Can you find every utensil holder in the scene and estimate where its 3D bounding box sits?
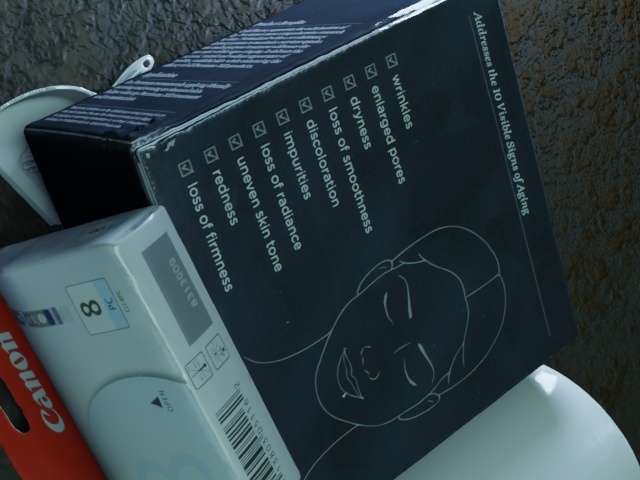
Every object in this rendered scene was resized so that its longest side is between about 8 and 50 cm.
[{"bbox_3d":[0.179,0.375,1.398,0.385,0.327,0.327,-34,109,-31],"label":"utensil holder"}]

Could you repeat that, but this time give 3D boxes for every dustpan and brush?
[{"bbox_3d":[-0.270,-0.137,1.238,0.147,0.060,0.211,50,64,-24],"label":"dustpan and brush"}]

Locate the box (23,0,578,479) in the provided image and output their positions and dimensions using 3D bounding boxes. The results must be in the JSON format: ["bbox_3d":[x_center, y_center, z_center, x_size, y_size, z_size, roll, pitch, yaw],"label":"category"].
[{"bbox_3d":[0.000,0.000,1.253,0.472,0.297,0.480,-30,114,-28],"label":"box"}]

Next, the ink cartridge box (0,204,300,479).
[{"bbox_3d":[-0.246,0.151,1.072,0.308,0.385,0.091,65,34,-18],"label":"ink cartridge box"}]
